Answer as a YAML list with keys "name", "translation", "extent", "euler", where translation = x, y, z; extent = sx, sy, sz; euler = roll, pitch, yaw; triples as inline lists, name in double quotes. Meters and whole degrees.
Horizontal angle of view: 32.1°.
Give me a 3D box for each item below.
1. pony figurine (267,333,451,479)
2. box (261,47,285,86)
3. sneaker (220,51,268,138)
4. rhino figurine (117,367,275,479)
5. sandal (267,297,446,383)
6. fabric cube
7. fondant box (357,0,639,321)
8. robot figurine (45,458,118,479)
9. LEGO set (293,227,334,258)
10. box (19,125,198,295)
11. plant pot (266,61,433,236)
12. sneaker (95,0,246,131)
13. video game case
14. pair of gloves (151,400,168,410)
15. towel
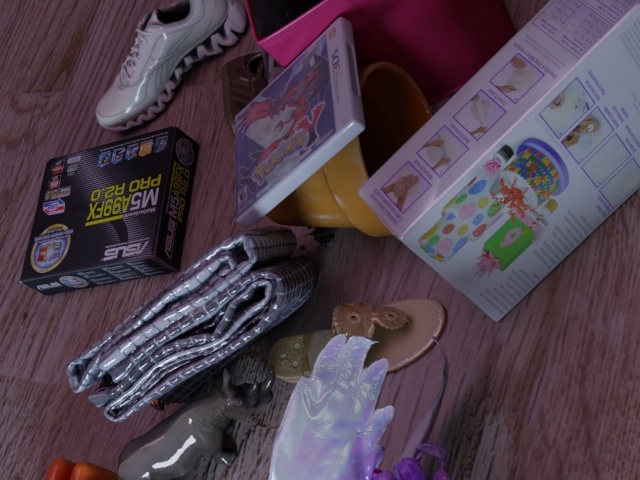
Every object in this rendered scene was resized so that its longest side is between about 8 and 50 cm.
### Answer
- name: "pony figurine"
  translation: [0.063, 0.285, 1.058]
  extent: [0.363, 0.303, 0.351]
  euler: [33, 97, 33]
- name: "box"
  translation: [-0.066, -0.325, 1.599]
  extent: [0.036, 0.114, 0.207]
  euler: [-3, 50, -8]
- name: "sneaker"
  translation: [-0.096, -0.200, 1.594]
  extent: [0.071, 0.066, 0.188]
  euler: [-28, 53, 17]
- name: "rhino figurine"
  translation: [-0.147, 0.235, 1.364]
  extent: [0.243, 0.106, 0.073]
  euler: [-39, 50, 12]
- name: "sandal"
  translation: [0.027, 0.115, 1.323]
  extent: [0.240, 0.079, 0.088]
  euler: [-18, 56, 27]
- name: "fabric cube"
  translation: [0.069, -0.331, 1.419]
  extent: [0.259, 0.258, 0.254]
  euler: [-29, 51, 20]
- name: "fondant box"
  translation: [0.233, -0.092, 1.182]
  extent: [0.330, 0.238, 0.096]
  euler: [-45, 49, 6]
- name: "robot figurine"
  translation: [-0.325, 0.389, 1.395]
  extent: [0.158, 0.128, 0.219]
  euler: [13, 69, -2]
- name: "LEGO set"
  translation: [-0.002, 0.000, 1.450]
  extent: [0.083, 0.023, 0.054]
  euler: [-48, 44, 22]
- name: "box"
  translation: [-0.317, -0.042, 1.669]
  extent: [0.270, 0.060, 0.216]
  euler: [-10, 60, 32]
- name: "plant pot"
  translation: [0.021, -0.097, 1.362]
  extent: [0.188, 0.205, 0.205]
  euler: [-11, 60, 33]
- name: "sneaker"
  translation: [-0.255, -0.291, 1.725]
  extent: [0.292, 0.118, 0.110]
  euler: [-43, 50, 11]
- name: "video game case"
  translation: [-0.030, -0.136, 1.277]
  extent: [0.201, 0.023, 0.183]
  euler: [-39, 38, 32]
- name: "pair of gloves"
  translation: [-0.201, 0.185, 1.495]
  extent: [0.083, 0.010, 0.074]
  euler: [-29, 52, 19]
- name: "towel"
  translation: [-0.142, 0.103, 1.345]
  extent: [0.284, 0.235, 0.121]
  euler: [-38, 88, 11]
